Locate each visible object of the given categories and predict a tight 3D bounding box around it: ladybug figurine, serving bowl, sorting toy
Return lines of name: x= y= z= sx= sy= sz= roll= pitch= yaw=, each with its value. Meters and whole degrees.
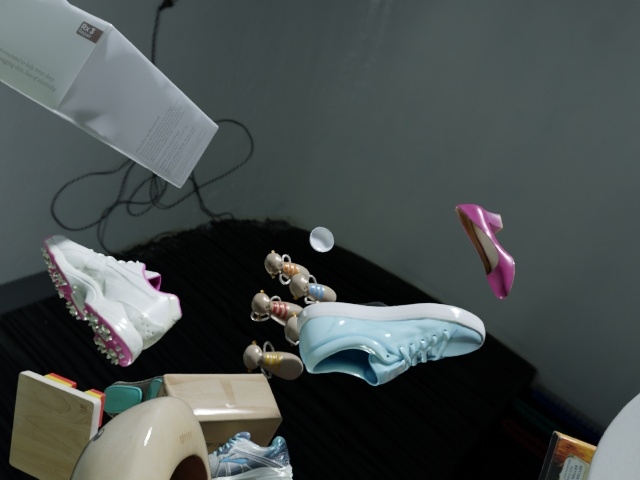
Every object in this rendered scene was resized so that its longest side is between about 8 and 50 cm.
ladybug figurine: x=-0.265 y=0.454 z=0.814 sx=0.305 sy=0.161 sz=0.450 roll=37 pitch=52 yaw=-78
serving bowl: x=0.000 y=0.000 z=1.863 sx=0.083 sy=0.083 sz=0.027 roll=-40 pitch=-177 yaw=-29
sorting toy: x=-0.665 y=0.487 z=1.470 sx=0.089 sy=0.257 sz=0.256 roll=-7 pitch=108 yaw=-68

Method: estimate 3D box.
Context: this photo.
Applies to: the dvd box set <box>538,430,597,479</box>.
dvd box set: x=0.665 y=0.631 z=1.199 sx=0.062 sy=0.420 sz=0.308 roll=34 pitch=75 yaw=-76

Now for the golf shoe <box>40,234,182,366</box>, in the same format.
golf shoe: x=-0.352 y=0.077 z=0.947 sx=0.140 sy=0.306 sz=0.115 roll=-31 pitch=145 yaw=-32

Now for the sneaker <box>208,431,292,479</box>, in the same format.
sneaker: x=-0.207 y=0.510 z=1.314 sx=0.283 sy=0.122 sz=0.110 roll=3 pitch=157 yaw=-16

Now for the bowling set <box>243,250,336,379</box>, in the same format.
bowling set: x=-0.039 y=0.140 z=1.195 sx=0.154 sy=0.199 sz=0.287 roll=27 pitch=54 yaw=-42

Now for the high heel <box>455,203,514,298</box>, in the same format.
high heel: x=0.379 y=0.020 z=1.329 sx=0.082 sy=0.117 sz=0.244 roll=126 pitch=-27 yaw=-56

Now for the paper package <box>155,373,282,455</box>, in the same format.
paper package: x=-0.319 y=0.536 z=1.613 sx=0.324 sy=0.168 sz=0.310 roll=8 pitch=123 yaw=-33

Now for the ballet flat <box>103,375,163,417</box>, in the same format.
ballet flat: x=-0.554 y=0.548 z=1.931 sx=0.182 sy=0.482 sz=0.164 roll=21 pitch=67 yaw=-43

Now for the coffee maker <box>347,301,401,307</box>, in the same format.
coffee maker: x=0.100 y=0.206 z=1.471 sx=0.171 sy=0.120 sz=0.178 roll=-41 pitch=156 yaw=27

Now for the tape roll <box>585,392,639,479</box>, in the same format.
tape roll: x=0.442 y=0.285 z=0.497 sx=0.392 sy=0.392 sz=0.072 roll=-49 pitch=135 yaw=-13

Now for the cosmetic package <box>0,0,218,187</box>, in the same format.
cosmetic package: x=-0.366 y=-0.250 z=0.983 sx=0.156 sy=0.217 sz=0.385 roll=-59 pitch=161 yaw=-2

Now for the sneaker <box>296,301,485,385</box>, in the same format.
sneaker: x=0.137 y=0.212 z=1.073 sx=0.135 sy=0.365 sz=0.150 roll=93 pitch=-3 yaw=-47
